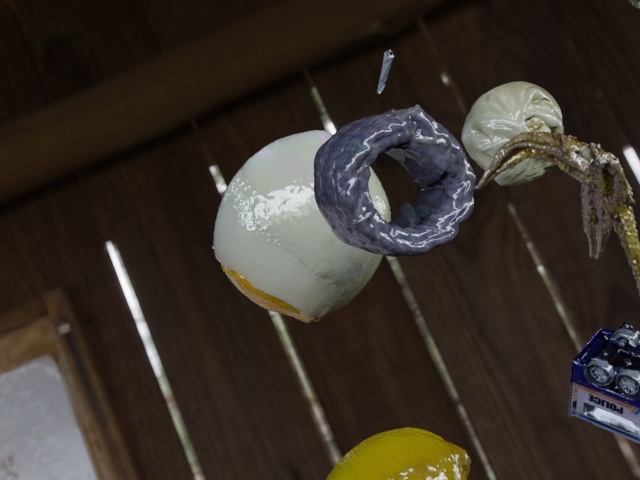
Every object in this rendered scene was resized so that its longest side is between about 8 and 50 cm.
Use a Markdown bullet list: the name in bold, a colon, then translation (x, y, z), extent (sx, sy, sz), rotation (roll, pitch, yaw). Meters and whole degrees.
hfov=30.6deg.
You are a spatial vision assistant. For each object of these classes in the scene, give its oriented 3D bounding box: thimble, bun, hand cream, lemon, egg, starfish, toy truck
- **thimble**: translation (0.074, -0.056, 1.164), extent (0.150, 0.150, 0.098), rotation (-18, 9, -19)
- **bun**: translation (0.416, -0.227, 2.440), extent (0.231, 0.231, 0.133), rotation (-20, -1, -14)
- **hand cream**: translation (0.114, -0.300, 2.063), extent (0.093, 0.019, 0.030), rotation (106, -169, -49)
- **lemon**: translation (0.114, 0.427, 1.860), extent (0.263, 0.236, 0.236), rotation (-36, -5, -36)
- **egg**: translation (0.000, 0.000, 1.929), extent (0.337, 0.201, 0.337), rotation (-26, -42, -27)
- **starfish**: translation (0.384, -0.040, 1.696), extent (0.132, 0.384, 0.398), rotation (-34, 30, -11)
- **toy truck**: translation (0.536, 0.253, 1.849), extent (0.124, 0.268, 0.155), rotation (-38, -42, -40)

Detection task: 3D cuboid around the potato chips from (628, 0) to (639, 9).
- **potato chips**: translation (0.525, -0.372, 1.637), extent (0.026, 0.209, 0.142), rotation (-15, -57, -57)
